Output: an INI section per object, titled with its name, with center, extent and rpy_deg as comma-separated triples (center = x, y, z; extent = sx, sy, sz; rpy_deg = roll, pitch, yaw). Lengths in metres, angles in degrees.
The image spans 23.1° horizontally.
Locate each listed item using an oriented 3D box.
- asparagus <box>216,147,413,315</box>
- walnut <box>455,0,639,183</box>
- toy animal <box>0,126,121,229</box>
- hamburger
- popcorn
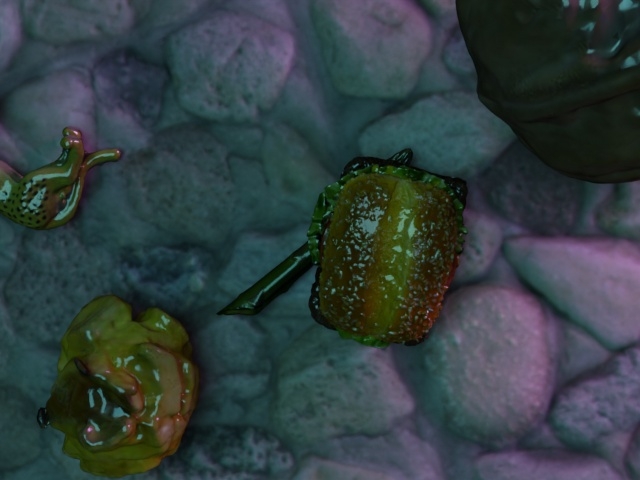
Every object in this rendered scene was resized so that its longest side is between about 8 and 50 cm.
[asparagus]
center = -0.001, -0.001, 1.411
extent = 0.236, 0.034, 0.027
rpy_deg = -42, 64, 11
[walnut]
center = 0.240, -0.179, 1.235
extent = 0.273, 0.273, 0.227
rpy_deg = -19, 52, 16
[toy animal]
center = -0.291, -0.055, 1.479
extent = 0.181, 0.073, 0.136
rpy_deg = 18, 106, 2
[hamburger]
center = 0.054, 0.015, 1.351
extent = 0.137, 0.087, 0.166
rpy_deg = 13, 105, -4
[popcorn]
center = -0.180, 0.132, 1.420
extent = 0.148, 0.152, 0.167
rpy_deg = -3, 90, 36
